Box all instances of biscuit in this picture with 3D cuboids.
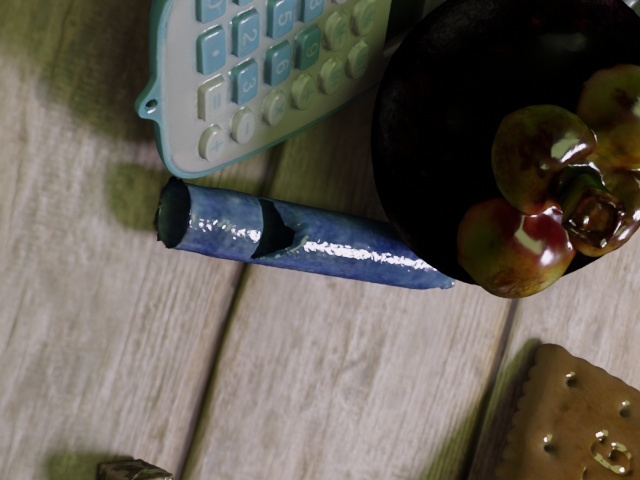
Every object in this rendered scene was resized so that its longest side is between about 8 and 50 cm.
[{"bbox_3d":[0.263,0.276,1.179,0.217,0.044,0.325,33,57,-9],"label":"biscuit"}]

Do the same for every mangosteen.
[{"bbox_3d":[0.176,-0.076,0.982,0.274,0.302,0.275,-5,118,-9],"label":"mangosteen"}]

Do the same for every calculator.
[{"bbox_3d":[0.005,-0.194,0.941,0.386,0.054,0.256,-37,153,-29],"label":"calculator"}]

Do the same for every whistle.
[{"bbox_3d":[0.000,0.000,1.043,0.304,0.062,0.062,11,89,-36],"label":"whistle"}]

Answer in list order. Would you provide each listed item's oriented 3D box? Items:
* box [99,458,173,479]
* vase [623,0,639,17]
[{"bbox_3d":[-0.150,0.229,0.958,0.045,0.062,0.098,-3,95,-37],"label":"box"},{"bbox_3d":[0.320,-0.305,1.131,0.250,0.250,0.446,-20,99,-33],"label":"vase"}]
